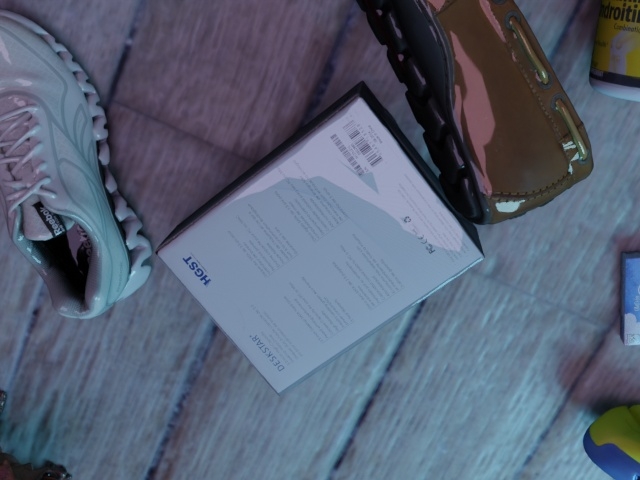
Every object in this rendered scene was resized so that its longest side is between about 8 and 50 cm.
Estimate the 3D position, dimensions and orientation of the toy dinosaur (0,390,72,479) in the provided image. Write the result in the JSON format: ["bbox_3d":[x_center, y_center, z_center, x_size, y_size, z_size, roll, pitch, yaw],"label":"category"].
[{"bbox_3d":[-0.349,0.290,0.840,0.127,0.200,0.296,28,110,-5],"label":"toy dinosaur"}]

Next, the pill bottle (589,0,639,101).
[{"bbox_3d":[0.277,-0.205,0.664,0.103,0.103,0.184,5,109,3],"label":"pill bottle"}]

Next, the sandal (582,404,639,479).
[{"bbox_3d":[0.376,0.283,0.820,0.317,0.126,0.138,36,112,-6],"label":"sandal"}]

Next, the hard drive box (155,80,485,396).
[{"bbox_3d":[0.000,0.000,0.767,0.232,0.089,0.181,-35,102,15],"label":"hard drive box"}]

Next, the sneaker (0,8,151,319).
[{"bbox_3d":[-0.244,-0.064,0.754,0.110,0.118,0.292,-19,105,13],"label":"sneaker"}]

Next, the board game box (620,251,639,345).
[{"bbox_3d":[0.330,0.053,0.793,0.090,0.020,0.090,-4,109,8],"label":"board game box"}]

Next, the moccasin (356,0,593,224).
[{"bbox_3d":[0.112,-0.203,0.660,0.147,0.139,0.380,-26,96,-5],"label":"moccasin"}]
